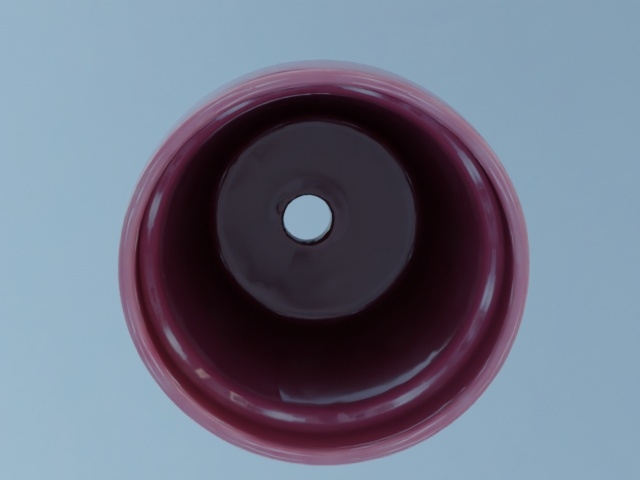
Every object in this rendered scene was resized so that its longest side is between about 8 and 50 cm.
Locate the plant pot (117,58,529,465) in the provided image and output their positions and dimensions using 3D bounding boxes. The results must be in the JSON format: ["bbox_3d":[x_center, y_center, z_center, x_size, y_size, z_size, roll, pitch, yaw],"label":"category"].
[{"bbox_3d":[0.000,0.000,1.034,0.201,0.180,0.201,0,-80,-1],"label":"plant pot"}]
